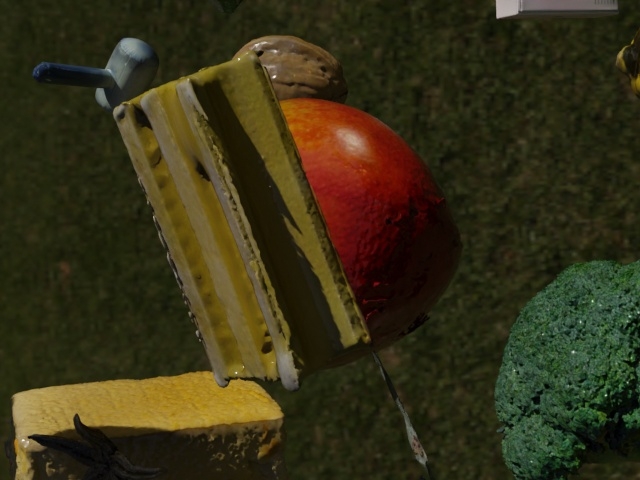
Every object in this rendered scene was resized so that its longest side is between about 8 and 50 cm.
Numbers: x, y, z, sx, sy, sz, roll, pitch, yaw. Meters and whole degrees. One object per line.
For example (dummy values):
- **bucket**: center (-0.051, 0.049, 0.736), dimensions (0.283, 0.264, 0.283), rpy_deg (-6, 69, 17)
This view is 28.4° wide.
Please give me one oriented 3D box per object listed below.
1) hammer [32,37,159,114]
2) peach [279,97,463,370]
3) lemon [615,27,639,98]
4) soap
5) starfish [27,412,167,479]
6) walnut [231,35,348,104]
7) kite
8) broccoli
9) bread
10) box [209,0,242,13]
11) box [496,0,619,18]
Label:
- **hammer**: center (-0.321, -0.233, 1.778), dimensions (0.069, 0.194, 0.116), rpy_deg (48, 121, 31)
- **peach**: center (0.000, 0.000, 1.581), dimensions (0.370, 0.370, 0.370), rpy_deg (8, 100, 54)
- **lemon**: center (0.544, -0.205, 1.503), dimensions (0.285, 0.316, 0.285), rpy_deg (61, 180, 0)
- **soap**: center (-0.058, -0.011, 0.918), dimensions (0.135, 0.076, 0.233), rpy_deg (-8, 103, 58)
- **starfish**: center (-0.207, 0.211, 1.163), dimensions (0.133, 0.041, 0.130), rpy_deg (37, 131, 6)
- **walnut**: center (-0.068, -0.283, 2.335), dimensions (0.245, 0.198, 0.198), rpy_deg (6, 101, 10)
- **kite**: center (0.085, 0.185, 0.857), dimensions (0.229, 0.012, 0.250), rpy_deg (-155, 41, -81)
- **broccoli**: center (0.295, 0.141, 1.224), dimensions (0.254, 0.269, 0.269), rpy_deg (-36, 64, 34)
- **bread**: center (-0.187, 0.217, 1.331), dimensions (0.185, 0.274, 0.114), rpy_deg (-149, 59, -69)
- **box**: center (-0.171, -0.422, 1.733), dimensions (0.180, 0.103, 0.250), rpy_deg (41, 177, 6)
- **box**: center (0.258, -0.310, 1.378), dimensions (0.051, 0.129, 0.130), rpy_deg (-172, 78, -69)
